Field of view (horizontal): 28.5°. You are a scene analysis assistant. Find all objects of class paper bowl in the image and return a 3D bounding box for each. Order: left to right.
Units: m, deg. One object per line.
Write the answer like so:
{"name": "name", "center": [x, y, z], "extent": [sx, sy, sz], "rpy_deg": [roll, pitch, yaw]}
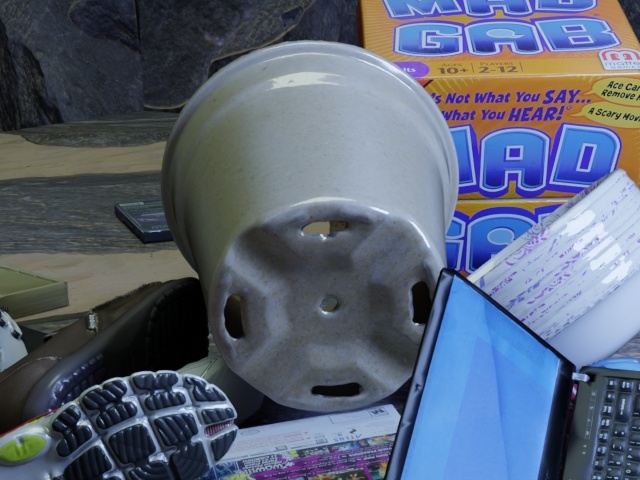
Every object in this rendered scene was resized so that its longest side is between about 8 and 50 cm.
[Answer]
{"name": "paper bowl", "center": [0.252, 0.062, 1.354], "extent": [0.284, 0.148, 0.284], "rpy_deg": [-39, -3, -2]}

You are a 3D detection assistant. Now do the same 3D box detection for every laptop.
{"name": "laptop", "center": [0.202, 0.153, 0.907], "extent": [0.264, 0.136, 0.234], "rpy_deg": [4, 51, 20]}

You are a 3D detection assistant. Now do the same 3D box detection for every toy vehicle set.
{"name": "toy vehicle set", "center": [-0.506, 0.086, 1.741], "extent": [0.166, 0.035, 0.267], "rpy_deg": [11, 17, 43]}

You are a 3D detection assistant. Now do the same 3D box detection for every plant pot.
{"name": "plant pot", "center": [0.000, 0.000, 1.273], "extent": [0.334, 0.333, 0.305], "rpy_deg": [-2, 25, -4]}

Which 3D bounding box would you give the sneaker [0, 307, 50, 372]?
{"name": "sneaker", "center": [-0.400, 0.081, 1.380], "extent": [0.331, 0.146, 0.122], "rpy_deg": [14, 7, -41]}

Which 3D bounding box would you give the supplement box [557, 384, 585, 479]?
{"name": "supplement box", "center": [0.208, 0.177, 1.061], "extent": [0.188, 0.104, 0.081], "rpy_deg": [6, 11, -3]}

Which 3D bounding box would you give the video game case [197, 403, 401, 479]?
{"name": "video game case", "center": [-0.022, 0.210, 1.090], "extent": [0.232, 0.041, 0.210], "rpy_deg": [-9, 13, -10]}

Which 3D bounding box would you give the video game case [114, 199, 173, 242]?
{"name": "video game case", "center": [-0.258, -0.042, 2.320], "extent": [0.196, 0.026, 0.274], "rpy_deg": [-5, 14, -19]}

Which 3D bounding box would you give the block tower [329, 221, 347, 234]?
{"name": "block tower", "center": [0.160, -0.030, 2.079], "extent": [0.336, 0.097, 0.091], "rpy_deg": [6, 15, 38]}

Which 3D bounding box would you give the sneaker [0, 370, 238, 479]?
{"name": "sneaker", "center": [-0.209, 0.177, 1.075], "extent": [0.279, 0.107, 0.118], "rpy_deg": [-17, 4, -7]}

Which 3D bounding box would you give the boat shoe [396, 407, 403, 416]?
{"name": "boat shoe", "center": [0.116, 0.192, 1.209], "extent": [0.153, 0.048, 0.056], "rpy_deg": [2, 14, 43]}

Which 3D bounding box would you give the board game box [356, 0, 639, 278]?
{"name": "board game box", "center": [0.234, -0.148, 1.766], "extent": [0.356, 0.356, 0.356], "rpy_deg": [-1, 34, 1]}

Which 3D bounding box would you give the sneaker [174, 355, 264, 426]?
{"name": "sneaker", "center": [-0.157, 0.177, 1.235], "extent": [0.237, 0.085, 0.086], "rpy_deg": [-17, -6, -42]}

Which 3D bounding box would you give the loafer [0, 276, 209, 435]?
{"name": "loafer", "center": [-0.234, 0.120, 1.337], "extent": [0.130, 0.133, 0.366], "rpy_deg": [4, 14, 22]}

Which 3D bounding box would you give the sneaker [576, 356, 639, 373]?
{"name": "sneaker", "center": [0.250, 0.170, 1.237], "extent": [0.209, 0.069, 0.082], "rpy_deg": [-7, 37, -10]}
